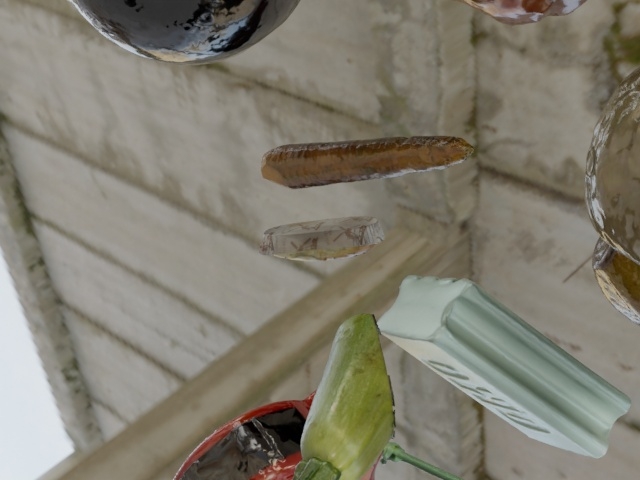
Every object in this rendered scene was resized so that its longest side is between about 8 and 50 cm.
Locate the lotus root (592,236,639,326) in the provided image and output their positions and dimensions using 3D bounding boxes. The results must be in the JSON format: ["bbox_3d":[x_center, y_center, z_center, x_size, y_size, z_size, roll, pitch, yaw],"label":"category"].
[{"bbox_3d":[0.452,0.026,1.398,0.180,0.188,0.199,22,4,-10],"label":"lotus root"}]

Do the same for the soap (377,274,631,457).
[{"bbox_3d":[0.214,0.147,1.231,0.265,0.087,0.160,36,-13,-19],"label":"soap"}]

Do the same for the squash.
[{"bbox_3d":[0.026,0.152,0.857,0.075,0.200,0.090,22,-52,0],"label":"squash"}]

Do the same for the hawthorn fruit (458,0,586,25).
[{"bbox_3d":[0.256,-0.493,1.274,0.472,0.472,0.472,32,-39,31],"label":"hawthorn fruit"}]

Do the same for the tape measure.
[{"bbox_3d":[-0.051,0.300,1.200,0.114,0.260,0.253,47,-40,38],"label":"tape measure"}]

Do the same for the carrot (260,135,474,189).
[{"bbox_3d":[0.060,-0.105,1.390,0.314,0.066,0.066,-1,-60,30],"label":"carrot"}]

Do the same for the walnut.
[{"bbox_3d":[0.382,-0.067,1.014,0.248,0.248,0.248,32,-39,31],"label":"walnut"}]

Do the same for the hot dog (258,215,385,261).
[{"bbox_3d":[0.000,0.000,1.514,0.192,0.099,0.053,-8,-79,16],"label":"hot dog"}]

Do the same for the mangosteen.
[{"bbox_3d":[-0.198,-0.409,1.251,0.435,0.382,0.382,19,-42,9],"label":"mangosteen"}]

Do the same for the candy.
[{"bbox_3d":[0.107,0.302,1.477,0.305,0.083,0.091,22,-26,23],"label":"candy"}]
